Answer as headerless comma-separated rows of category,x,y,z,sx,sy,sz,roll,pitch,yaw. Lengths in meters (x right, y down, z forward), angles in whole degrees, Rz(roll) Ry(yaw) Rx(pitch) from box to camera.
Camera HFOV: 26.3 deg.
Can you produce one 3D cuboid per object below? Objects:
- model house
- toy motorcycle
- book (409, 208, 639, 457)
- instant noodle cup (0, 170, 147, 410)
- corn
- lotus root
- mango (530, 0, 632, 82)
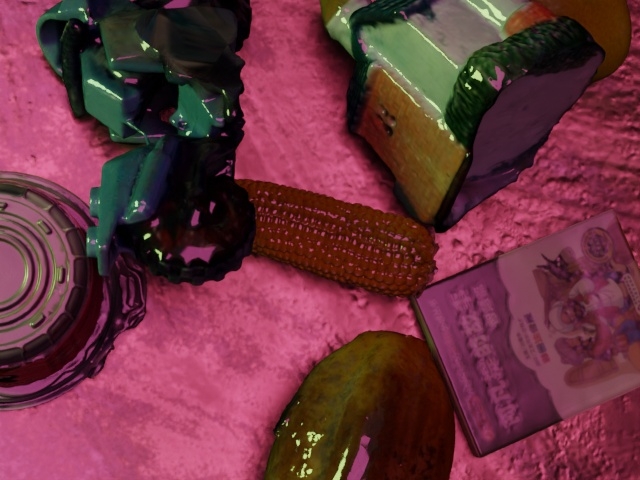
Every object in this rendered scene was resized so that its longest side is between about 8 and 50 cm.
model house,0.120,-0.198,1.489,0.184,0.253,0.291,-35,71,-32
toy motorcycle,-0.184,-0.131,1.421,0.232,0.172,0.416,1,56,-6
book,0.256,0.103,1.556,0.264,0.027,0.202,-21,87,-12
instant noodle cup,-0.325,0.040,1.387,0.303,0.181,0.258,-11,83,-11
corn,0.001,-0.005,1.496,0.260,0.091,0.091,15,99,-4
lotus root,0.036,0.235,1.438,0.193,0.193,0.290,17,83,-7
mango,0.239,-0.297,1.548,0.185,0.149,0.273,-22,91,-14
